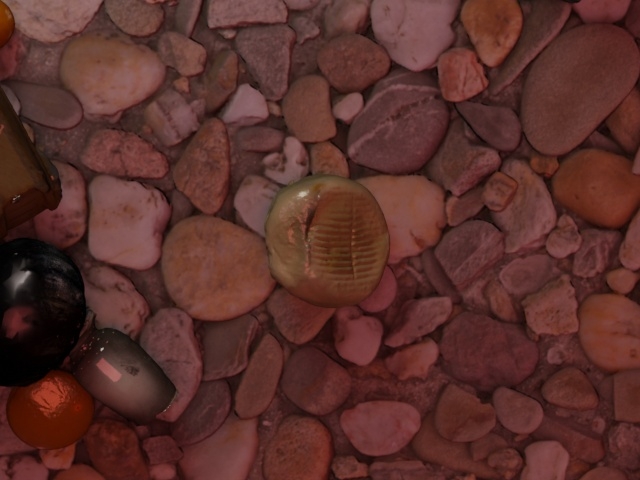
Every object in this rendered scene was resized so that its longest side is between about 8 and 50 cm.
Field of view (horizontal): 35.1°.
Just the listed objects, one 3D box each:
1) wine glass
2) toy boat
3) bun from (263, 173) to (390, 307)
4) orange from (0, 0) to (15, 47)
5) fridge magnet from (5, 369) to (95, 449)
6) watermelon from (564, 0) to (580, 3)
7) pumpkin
[{"bbox_3d":[-0.337,0.210,1.655,0.111,0.111,0.204,-44,106,1],"label":"wine glass"},{"bbox_3d":[-0.533,-0.218,1.501,0.136,0.162,0.446,-32,111,-20],"label":"toy boat"},{"bbox_3d":[0.000,0.000,1.663,0.229,0.145,0.229,3,85,-41],"label":"bun"},{"bbox_3d":[-0.502,-0.327,1.525,0.083,0.070,0.083,-2,105,-6],"label":"orange"},{"bbox_3d":[-0.446,0.278,1.674,0.143,0.063,0.143,-3,105,-10],"label":"fridge magnet"},{"bbox_3d":[0.357,-0.529,1.582,0.322,0.188,0.175,33,99,-22],"label":"watermelon"},{"bbox_3d":[-0.463,0.111,1.551,0.163,0.233,0.233,24,97,-34],"label":"pumpkin"}]
